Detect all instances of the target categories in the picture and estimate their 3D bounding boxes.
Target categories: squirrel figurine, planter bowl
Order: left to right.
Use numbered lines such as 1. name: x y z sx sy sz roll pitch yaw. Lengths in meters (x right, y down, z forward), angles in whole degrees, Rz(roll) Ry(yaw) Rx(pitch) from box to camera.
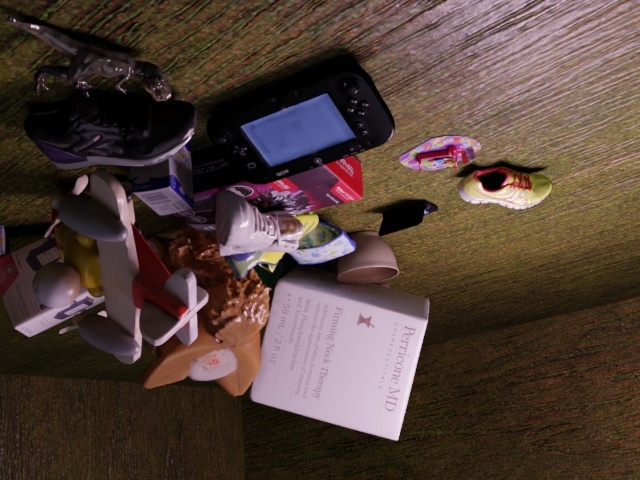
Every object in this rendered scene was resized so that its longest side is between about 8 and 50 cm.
1. squirrel figurine: -0.278 0.118 2.007 0.280 0.371 0.397 7 134 -32
2. planter bowl: 0.119 0.040 2.204 0.162 0.109 0.162 -5 163 -1

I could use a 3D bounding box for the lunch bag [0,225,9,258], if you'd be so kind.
1. lunch bag: -0.732 0.012 1.917 0.053 0.071 0.083 -3 159 -17

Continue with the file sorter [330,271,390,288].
1. file sorter: 0.101 0.272 2.554 0.182 0.291 0.202 9 165 12

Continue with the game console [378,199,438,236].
1. game console: 0.212 -0.045 2.030 0.122 0.071 0.107 -17 159 33

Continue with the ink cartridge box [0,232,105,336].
1. ink cartridge box: -0.592 0.084 1.907 0.237 0.172 0.100 -26 162 -7

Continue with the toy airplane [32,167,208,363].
1. toy airplane: -0.398 0.069 1.597 0.272 0.386 0.384 -23 -173 -28

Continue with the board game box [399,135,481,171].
1. board game box: 0.245 -0.165 1.733 0.133 0.033 0.168 7 158 -36

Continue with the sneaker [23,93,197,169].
1. sneaker: -0.346 -0.186 1.380 0.283 0.107 0.124 -10 156 12

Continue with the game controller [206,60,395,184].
1. game controller: -0.036 -0.191 1.431 0.319 0.067 0.166 -16 121 29

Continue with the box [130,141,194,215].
1. box: -0.280 -0.131 1.503 0.072 0.137 0.126 -10 162 8

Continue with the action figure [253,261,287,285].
1. action figure: -0.172 0.071 2.242 0.232 0.063 0.137 23 113 -44

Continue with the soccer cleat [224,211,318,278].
1. soccer cleat: -0.107 0.004 1.893 0.093 0.121 0.289 -6 -169 41

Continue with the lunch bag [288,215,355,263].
1. lunch bag: 0.000 0.000 2.067 0.151 0.096 0.129 -1 164 17

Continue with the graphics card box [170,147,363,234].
1. graphics card box: -0.124 -0.115 1.676 0.370 0.094 0.233 -11 162 19

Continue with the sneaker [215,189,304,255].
1. sneaker: -0.113 -0.036 1.621 0.169 0.108 0.292 -4 172 -9

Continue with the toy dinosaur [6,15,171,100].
1. toy dinosaur: -0.352 -0.255 1.234 0.268 0.064 0.118 15 147 -43

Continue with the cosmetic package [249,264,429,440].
1. cosmetic package: 0.061 0.282 2.254 0.393 0.330 0.327 14 -173 6

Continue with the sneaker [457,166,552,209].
1. sneaker: 0.412 -0.121 1.844 0.208 0.082 0.094 -3 160 -8

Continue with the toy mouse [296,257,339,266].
1. toy mouse: 0.025 0.035 2.286 0.160 0.031 0.143 -2 162 -14
